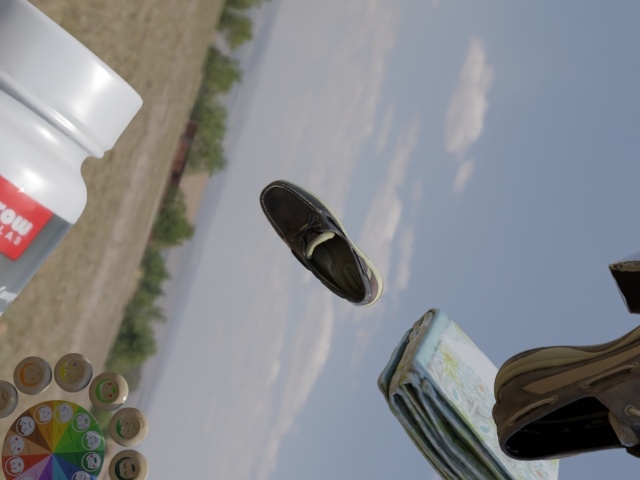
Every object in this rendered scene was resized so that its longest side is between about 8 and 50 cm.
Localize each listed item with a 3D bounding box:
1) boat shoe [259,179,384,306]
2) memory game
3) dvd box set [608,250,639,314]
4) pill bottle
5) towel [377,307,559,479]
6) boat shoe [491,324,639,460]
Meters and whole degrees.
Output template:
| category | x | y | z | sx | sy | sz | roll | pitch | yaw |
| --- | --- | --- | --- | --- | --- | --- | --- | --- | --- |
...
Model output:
| category | x | y | z | sx | sy | sz | roll | pitch | yaw |
| --- | --- | --- | --- | --- | --- | --- | --- | --- | --- |
| boat shoe | 0.000 | 0.000 | 1.071 | 0.056 | 0.152 | 0.049 | -47 | 173 | 5 |
| memory game | -0.247 | 0.194 | 1.052 | 0.012 | 0.186 | 0.186 | 68 | 37 | -74 |
| dvd box set | 0.498 | -0.041 | 1.033 | 0.307 | 0.420 | 0.062 | 103 | -37 | -88 |
| pill bottle | -0.247 | -0.017 | 0.697 | 0.283 | 0.161 | 0.161 | -52 | -174 | -4 |
| towel | 0.236 | 0.276 | 1.765 | 0.090 | 0.320 | 0.374 | -40 | 180 | 19 |
| boat shoe | 0.350 | 0.175 | 1.243 | 0.355 | 0.132 | 0.130 | -21 | -147 | 34 |
